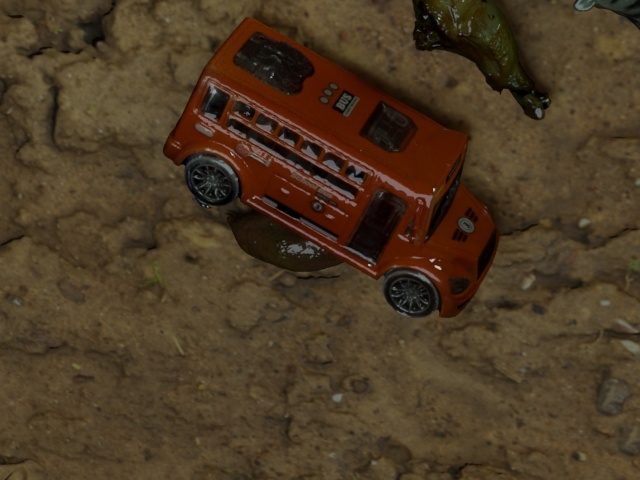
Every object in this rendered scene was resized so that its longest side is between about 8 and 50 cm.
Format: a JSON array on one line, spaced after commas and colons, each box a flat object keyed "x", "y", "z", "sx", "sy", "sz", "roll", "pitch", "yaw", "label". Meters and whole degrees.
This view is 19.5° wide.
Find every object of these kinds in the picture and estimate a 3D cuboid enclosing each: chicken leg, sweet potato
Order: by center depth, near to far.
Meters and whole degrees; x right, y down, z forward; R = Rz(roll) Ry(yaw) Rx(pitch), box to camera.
[{"x": 0.144, "y": -0.176, "z": 1.703, "sx": 0.178, "sy": 0.070, "sz": 0.093, "roll": 42, "pitch": 137, "yaw": -22, "label": "chicken leg"}, {"x": -0.004, "y": 0.003, "z": 1.899, "sx": 0.226, "sy": 0.068, "sz": 0.068, "roll": 7, "pitch": 127, "yaw": 19, "label": "sweet potato"}]

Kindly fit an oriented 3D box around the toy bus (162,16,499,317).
[{"x": 0.028, "y": -0.069, "z": 1.779, "sx": 0.329, "sy": 0.143, "sz": 0.153, "roll": 31, "pitch": 132, "yaw": 3, "label": "toy bus"}]

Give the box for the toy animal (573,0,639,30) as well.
[{"x": 0.353, "y": -0.167, "z": 1.597, "sx": 0.170, "sy": 0.090, "sz": 0.255, "roll": -26, "pitch": 109, "yaw": 41, "label": "toy animal"}]
